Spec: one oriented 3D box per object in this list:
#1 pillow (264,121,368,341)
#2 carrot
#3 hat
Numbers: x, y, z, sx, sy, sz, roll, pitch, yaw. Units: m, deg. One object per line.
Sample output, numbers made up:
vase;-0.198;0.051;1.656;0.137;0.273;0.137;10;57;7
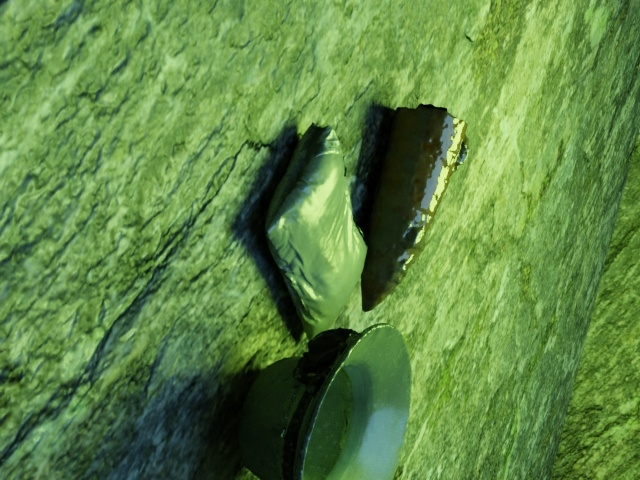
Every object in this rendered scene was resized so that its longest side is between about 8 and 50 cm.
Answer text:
pillow;0.000;0.000;1.129;0.148;0.050;0.230;-56;147;-26
carrot;0.098;-0.037;1.267;0.102;0.101;0.263;25;83;-63
hat;-0.014;0.196;1.091;0.257;0.130;0.257;-37;133;-54
